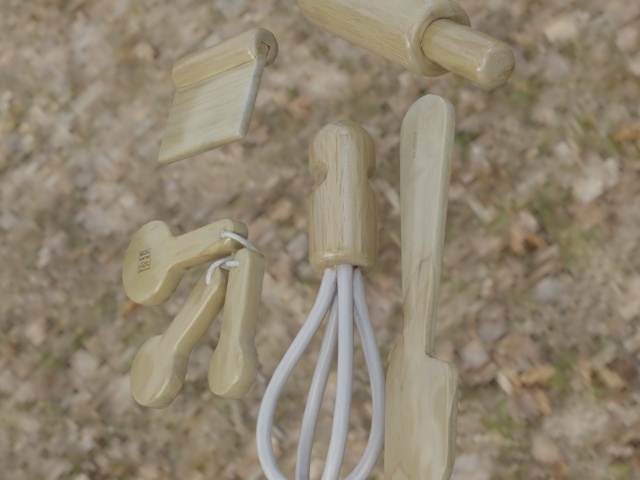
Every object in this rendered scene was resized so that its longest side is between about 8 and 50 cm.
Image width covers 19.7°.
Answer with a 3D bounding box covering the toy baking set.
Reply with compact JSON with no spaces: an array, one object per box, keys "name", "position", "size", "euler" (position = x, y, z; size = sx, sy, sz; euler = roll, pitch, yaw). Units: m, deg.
[{"name":"toy baking set","position":[0.002,-0.007,0.690],"size":[0.256,0.030,0.196],"euler":[26,97,54]}]
